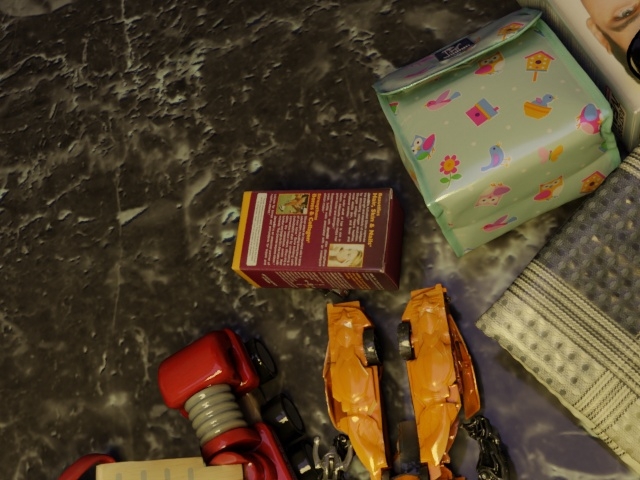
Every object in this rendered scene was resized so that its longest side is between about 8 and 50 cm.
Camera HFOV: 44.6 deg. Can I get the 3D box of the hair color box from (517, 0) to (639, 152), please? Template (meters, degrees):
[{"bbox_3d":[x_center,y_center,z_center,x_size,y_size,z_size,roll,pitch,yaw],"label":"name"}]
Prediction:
[{"bbox_3d":[0.357,-0.314,0.950,0.185,0.113,0.374,-29,66,6],"label":"hair color box"}]

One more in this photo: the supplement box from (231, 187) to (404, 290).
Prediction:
[{"bbox_3d":[0.000,0.000,0.938,0.188,0.081,0.104,0,70,19],"label":"supplement box"}]

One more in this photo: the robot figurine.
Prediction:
[{"bbox_3d":[0.095,0.203,0.871,0.211,0.085,0.291,-11,68,15],"label":"robot figurine"}]

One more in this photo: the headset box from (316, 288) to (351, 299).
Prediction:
[{"bbox_3d":[0.020,0.030,0.984,0.062,0.032,0.083,28,80,25],"label":"headset box"}]

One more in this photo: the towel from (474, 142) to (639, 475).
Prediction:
[{"bbox_3d":[0.379,0.081,0.786,0.324,0.056,0.312,42,95,10],"label":"towel"}]

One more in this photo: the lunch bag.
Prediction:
[{"bbox_3d":[0.195,-0.151,0.925,0.223,0.160,0.262,-26,54,12],"label":"lunch bag"}]

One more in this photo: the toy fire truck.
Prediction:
[{"bbox_3d":[-0.130,0.209,0.852,0.158,0.246,0.217,-31,65,5],"label":"toy fire truck"}]

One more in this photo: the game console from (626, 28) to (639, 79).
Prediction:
[{"bbox_3d":[0.476,-0.112,0.802,0.361,0.044,0.213,36,95,3],"label":"game console"}]

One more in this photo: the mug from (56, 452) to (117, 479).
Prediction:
[{"bbox_3d":[-0.290,0.333,0.904,0.113,0.169,0.150,-31,65,7],"label":"mug"}]
